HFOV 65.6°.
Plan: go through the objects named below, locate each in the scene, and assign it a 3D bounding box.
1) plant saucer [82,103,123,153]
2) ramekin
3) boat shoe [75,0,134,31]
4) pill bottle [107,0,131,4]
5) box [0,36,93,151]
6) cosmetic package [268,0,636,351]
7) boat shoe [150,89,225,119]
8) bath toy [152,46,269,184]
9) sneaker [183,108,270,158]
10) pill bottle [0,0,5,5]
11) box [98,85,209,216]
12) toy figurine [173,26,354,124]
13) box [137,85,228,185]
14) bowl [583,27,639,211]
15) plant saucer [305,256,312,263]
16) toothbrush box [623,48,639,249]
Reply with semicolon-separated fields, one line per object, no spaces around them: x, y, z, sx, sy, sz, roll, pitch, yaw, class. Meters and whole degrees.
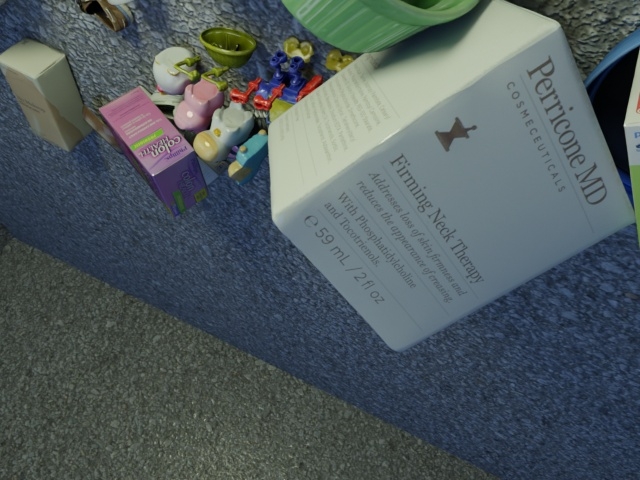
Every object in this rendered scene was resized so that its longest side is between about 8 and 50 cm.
-0.659;-0.330;1.523;0.198;0.036;0.198;44;172;8;plant saucer
0.065;-0.399;0.639;0.303;0.303;0.148;43;154;-21;ramekin
-0.519;-0.551;1.127;0.183;0.066;0.066;37;149;-11;boat shoe
-0.422;-0.577;0.956;0.117;0.118;0.208;15;147;24;pill bottle
-0.823;-0.434;1.505;0.148;0.121;0.311;26;150;8;box
0.168;-0.114;0.772;0.393;0.327;0.329;-33;121;15;cosmetic package
-0.352;-0.334;1.296;0.226;0.076;0.083;16;147;22;boat shoe
-0.267;-0.291;1.152;0.348;0.151;0.129;49;161;11;bath toy
-0.179;-0.263;1.253;0.319;0.112;0.131;2;-177;21;sneaker
-0.871;-0.630;1.194;0.334;0.188;0.188;-1;138;40;pill bottle
-0.414;-0.218;1.259;0.243;0.117;0.213;47;162;16;box
-0.101;-0.287;1.055;0.362;0.191;0.217;22;153;16;toy figurine
-0.453;-0.280;1.479;0.322;0.058;0.232;43;148;-17;box
0.582;-0.171;0.738;0.391;0.077;0.391;22;148;14;bowl
0.000;0.000;1.516;0.188;0.045;0.188;-7;134;46;plant saucer
0.484;-0.107;0.639;0.122;0.206;0.283;3;141;39;toothbrush box
